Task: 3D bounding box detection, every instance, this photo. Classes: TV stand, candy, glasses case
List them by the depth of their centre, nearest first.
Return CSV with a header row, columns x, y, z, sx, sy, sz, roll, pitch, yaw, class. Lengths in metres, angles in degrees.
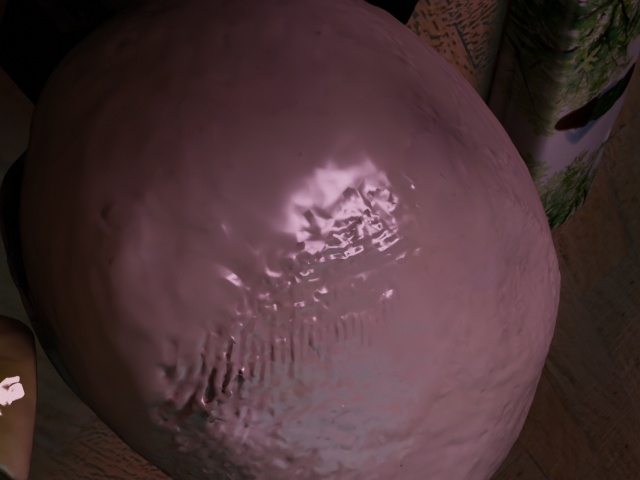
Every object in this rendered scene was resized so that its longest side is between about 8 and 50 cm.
x,y,z,sx,sy,sz,roll,pitch,yaw,class
0.000,0.000,0.810,0.185,0.295,0.295,-39,161,35,candy
-0.046,-0.117,0.926,0.256,0.040,0.049,-17,145,-43,TV stand
0.168,-0.110,1.225,0.095,0.062,0.272,-31,153,-23,glasses case

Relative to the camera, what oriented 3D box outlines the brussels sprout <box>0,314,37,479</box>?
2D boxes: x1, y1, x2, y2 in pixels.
x,y,z,sx,sy,sz,roll,pitch,yaw,class
-0.246,0.092,0.745,0.271,0.219,0.210,-9,150,-6,brussels sprout
